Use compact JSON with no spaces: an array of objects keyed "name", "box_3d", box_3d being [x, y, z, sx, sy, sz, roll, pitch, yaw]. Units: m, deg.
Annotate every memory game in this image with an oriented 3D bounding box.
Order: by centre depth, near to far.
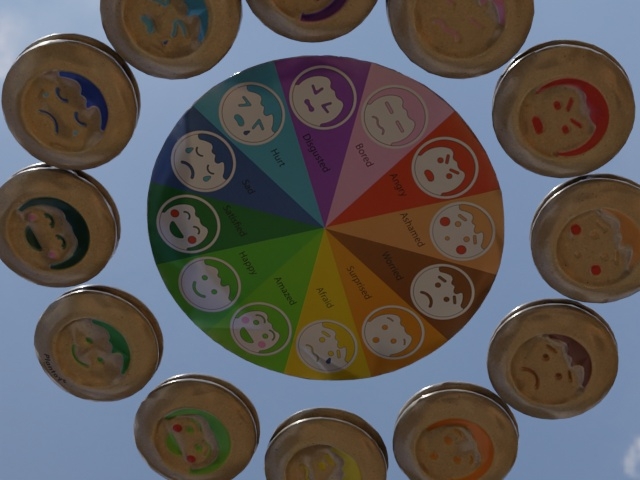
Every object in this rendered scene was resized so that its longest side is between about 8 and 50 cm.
[{"name":"memory game","box_3d":[0.000,0.000,0.390,0.012,0.186,0.186,-78,-35,-64]}]
